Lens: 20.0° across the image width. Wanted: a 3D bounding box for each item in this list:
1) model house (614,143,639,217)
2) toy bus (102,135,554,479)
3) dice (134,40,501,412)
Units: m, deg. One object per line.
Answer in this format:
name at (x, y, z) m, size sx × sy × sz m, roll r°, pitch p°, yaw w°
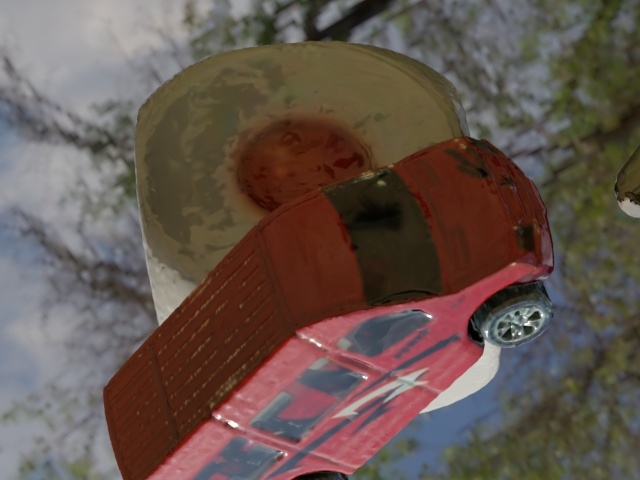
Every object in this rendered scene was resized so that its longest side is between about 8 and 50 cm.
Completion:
model house at (0.525, -0.076, 1.356) m, size 0.445 × 0.400 × 0.395 m, roll -55°, pitch -171°, yaw 2°
toy bus at (0.003, 0.035, 0.722) m, size 0.195 × 0.089 × 0.081 m, roll -45°, pitch -134°, yaw 28°
dice at (0.000, 0.000, 1.450) m, size 0.259 × 0.251 × 0.243 m, roll -7°, pitch -116°, yaw 3°
